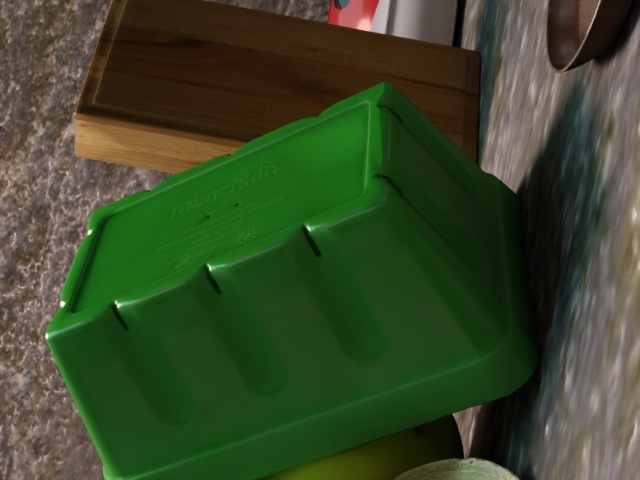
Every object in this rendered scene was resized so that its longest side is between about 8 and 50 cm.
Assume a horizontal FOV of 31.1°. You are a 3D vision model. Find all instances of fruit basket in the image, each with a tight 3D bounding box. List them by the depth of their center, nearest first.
[{"bbox_3d":[0.009,0.113,0.936,0.283,0.392,0.392,-84,5,-53],"label":"fruit basket"}]

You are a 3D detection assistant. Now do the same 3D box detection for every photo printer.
[{"bbox_3d":[0.109,-0.201,1.559,0.256,0.107,0.307,108,171,-71],"label":"photo printer"}]

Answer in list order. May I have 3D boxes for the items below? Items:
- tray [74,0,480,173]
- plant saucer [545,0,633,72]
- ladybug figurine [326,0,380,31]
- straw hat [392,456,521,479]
[{"bbox_3d":[-0.038,-0.152,1.241,0.076,0.411,0.202,102,176,-52],"label":"tray"},{"bbox_3d":[0.189,-0.194,0.775,0.168,0.029,0.168,-170,90,-86],"label":"plant saucer"},{"bbox_3d":[0.102,-0.412,1.858,0.305,0.162,0.449,-119,39,-86],"label":"ladybug figurine"},{"bbox_3d":[0.094,0.223,0.787,0.061,0.145,0.144,46,-142,-39],"label":"straw hat"}]
